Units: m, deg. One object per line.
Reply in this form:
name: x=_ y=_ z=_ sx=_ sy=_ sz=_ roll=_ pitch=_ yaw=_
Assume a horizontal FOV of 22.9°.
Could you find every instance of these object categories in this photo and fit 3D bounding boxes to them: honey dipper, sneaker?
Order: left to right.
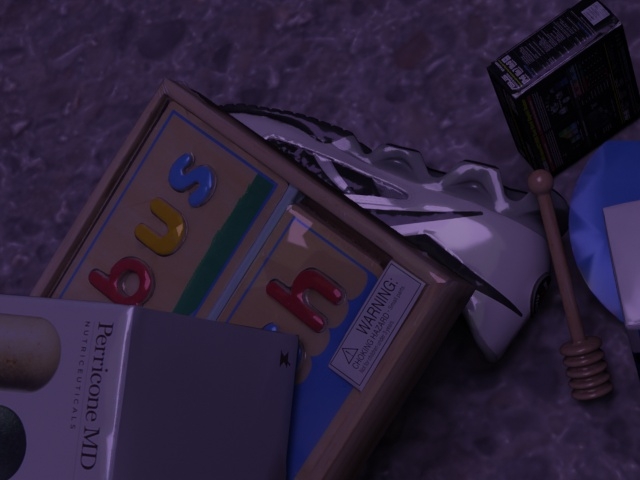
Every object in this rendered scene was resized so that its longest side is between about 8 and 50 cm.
sneaker: x=0.000 y=0.000 z=1.136 sx=0.331 sy=0.122 sz=0.146 roll=14 pitch=69 yaw=22
honey dipper: x=0.165 y=0.029 z=1.075 sx=0.030 sy=0.030 sz=0.160 roll=-15 pitch=99 yaw=10

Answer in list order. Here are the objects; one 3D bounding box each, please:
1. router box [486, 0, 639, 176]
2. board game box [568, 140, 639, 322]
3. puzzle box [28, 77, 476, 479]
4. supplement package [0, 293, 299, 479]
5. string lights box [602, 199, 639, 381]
router box: x=0.177 y=-0.107 z=1.132 sx=0.092 sy=0.122 sz=0.038 roll=-35 pitch=57 yaw=-2
board game box: x=0.256 y=-0.003 z=1.102 sx=0.169 sy=0.033 sz=0.133 roll=-1 pitch=73 yaw=2
puzzle box: x=-0.111 y=0.124 z=1.085 sx=0.272 sy=0.052 sz=0.409 roll=36 pitch=98 yaw=28
supplement package: x=-0.180 y=0.136 z=0.975 sx=0.263 sy=0.198 sz=0.199 roll=3 pitch=83 yaw=28
string lights box: x=0.254 y=0.053 z=0.956 sx=0.133 sy=0.259 sz=0.076 roll=-11 pitch=63 yaw=11
